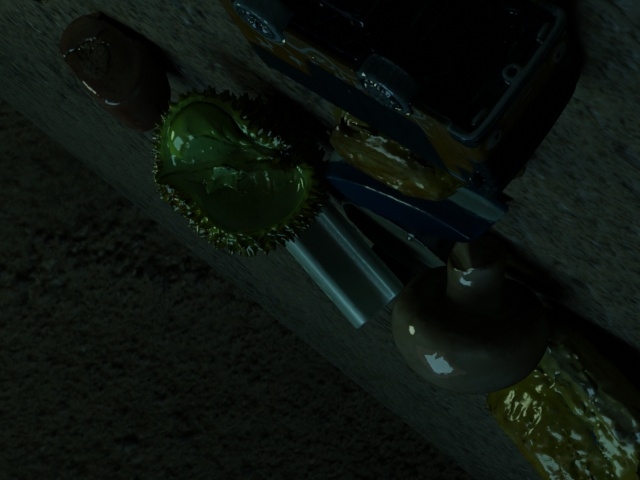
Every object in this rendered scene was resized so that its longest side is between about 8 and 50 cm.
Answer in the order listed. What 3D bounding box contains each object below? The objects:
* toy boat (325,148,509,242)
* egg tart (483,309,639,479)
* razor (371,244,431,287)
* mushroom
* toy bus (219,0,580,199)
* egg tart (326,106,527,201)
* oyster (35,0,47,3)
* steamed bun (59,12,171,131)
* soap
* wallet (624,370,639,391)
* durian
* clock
[{"bbox_3d":[0.111,-0.055,1.726,0.096,0.062,0.299,44,168,-35],"label":"toy boat"},{"bbox_3d":[0.350,0.257,1.990,0.388,0.169,0.388,49,176,4],"label":"egg tart"},{"bbox_3d":[0.134,0.047,2.165,0.148,0.054,0.090,23,160,52],"label":"razor"},{"bbox_3d":[0.188,0.083,1.828,0.204,0.204,0.204,35,170,7],"label":"mushroom"},{"bbox_3d":[0.063,-0.161,1.172,0.275,0.138,0.167,33,172,27],"label":"toy bus"},{"bbox_3d":[0.088,-0.109,1.442,0.241,0.106,0.241,31,168,7],"label":"egg tart"},{"bbox_3d":[-0.410,-0.368,2.141,0.051,0.034,0.093,23,165,-24],"label":"oyster"},{"bbox_3d":[-0.287,-0.243,2.119,0.175,0.106,0.145,47,-179,26],"label":"steamed bun"},{"bbox_3d":[0.000,0.000,2.104,0.265,0.087,0.160,50,175,3],"label":"soap"},{"bbox_3d":[0.460,0.239,2.032,0.119,0.025,0.232,33,170,14],"label":"wallet"},{"bbox_3d":[-0.097,-0.086,1.881,0.237,0.200,0.176,34,-166,16],"label":"durian"},{"bbox_3d":[0.122,-0.005,1.994,0.215,0.042,0.215,35,171,6],"label":"clock"}]
